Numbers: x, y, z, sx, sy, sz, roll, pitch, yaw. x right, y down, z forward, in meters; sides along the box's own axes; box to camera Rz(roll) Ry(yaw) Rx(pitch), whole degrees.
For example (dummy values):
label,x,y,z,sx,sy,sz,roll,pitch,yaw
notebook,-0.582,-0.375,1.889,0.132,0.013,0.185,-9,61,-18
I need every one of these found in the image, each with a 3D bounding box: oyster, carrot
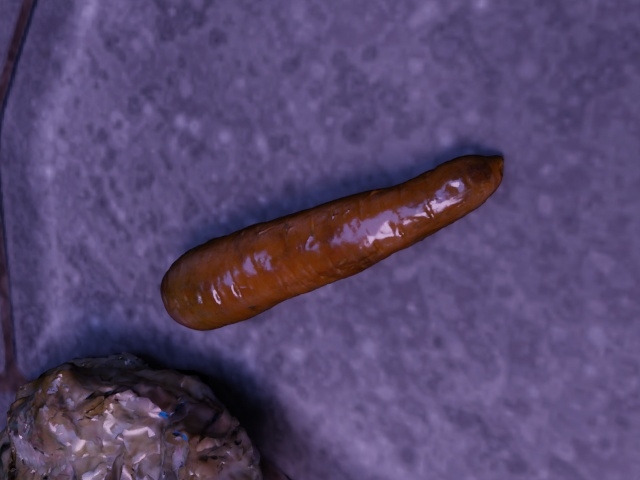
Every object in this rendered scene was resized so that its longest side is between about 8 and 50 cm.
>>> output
label,x,y,z,sx,sy,sz,roll,pitch,yaw
oyster,-0.115,0.163,0.505,0.260,0.092,0.198,-11,87,33
carrot,0.000,0.000,0.444,0.191,0.047,0.047,-23,85,27
